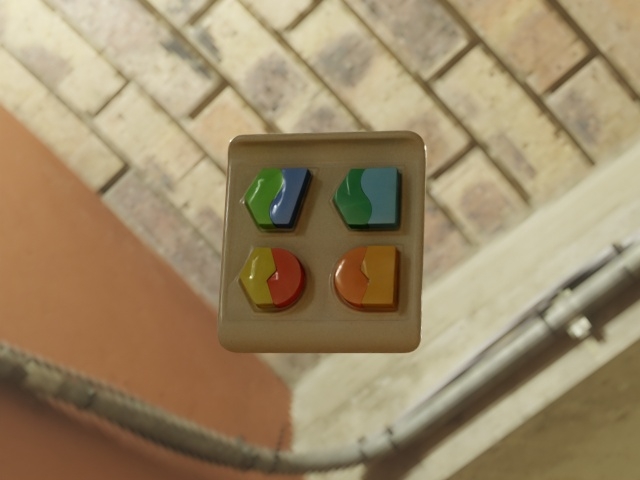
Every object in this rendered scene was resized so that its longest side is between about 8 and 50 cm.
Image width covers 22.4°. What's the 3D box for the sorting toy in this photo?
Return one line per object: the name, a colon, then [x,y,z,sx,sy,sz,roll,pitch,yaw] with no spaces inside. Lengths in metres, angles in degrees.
sorting toy: [0.000,0.000,1.503,0.038,0.193,0.208,43,-133,-74]
